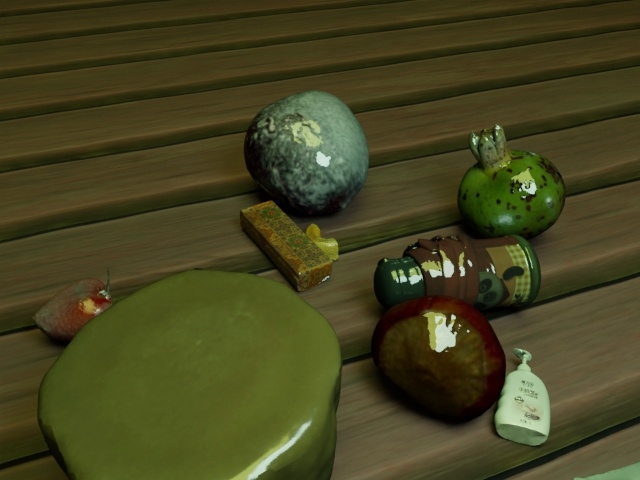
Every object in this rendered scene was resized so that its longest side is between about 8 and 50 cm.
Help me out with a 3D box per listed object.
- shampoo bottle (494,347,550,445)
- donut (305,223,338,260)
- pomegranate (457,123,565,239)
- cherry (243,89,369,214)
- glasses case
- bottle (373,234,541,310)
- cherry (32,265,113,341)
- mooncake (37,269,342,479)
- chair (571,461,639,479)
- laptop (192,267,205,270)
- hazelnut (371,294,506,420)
[{"bbox_3d":[0.307,0.229,0.894,0.077,0.045,0.152,13,41,13],"label":"shampoo bottle"},{"bbox_3d":[0.000,0.000,1.151,0.067,0.037,0.083,-2,42,-1],"label":"donut"},{"bbox_3d":[0.361,-0.110,1.154,0.202,0.247,0.202,-22,28,13],"label":"pomegranate"},{"bbox_3d":[-0.027,-0.187,1.237,0.255,0.218,0.296,-21,59,-30],"label":"cherry"},{"bbox_3d":[-0.070,0.006,1.131,0.075,0.049,0.218,-20,45,-29],"label":"glasses case"},{"bbox_3d":[0.224,0.069,1.012,0.271,0.143,0.156,-5,80,-13],"label":"bottle"},{"bbox_3d":[-0.387,0.114,0.962,0.126,0.087,0.106,-13,47,9],"label":"cherry"},{"bbox_3d":[-0.154,0.221,0.774,0.379,0.200,0.378,-1,37,1],"label":"mooncake"},{"bbox_3d":[0.374,0.369,0.649,0.275,0.190,0.203,-3,39,-19],"label":"chair"},{"bbox_3d":[-0.165,0.117,1.025,0.197,0.016,0.135,18,42,14],"label":"laptop"},{"bbox_3d":[0.182,0.174,0.887,0.170,0.160,0.201,-39,93,-22],"label":"hazelnut"}]
